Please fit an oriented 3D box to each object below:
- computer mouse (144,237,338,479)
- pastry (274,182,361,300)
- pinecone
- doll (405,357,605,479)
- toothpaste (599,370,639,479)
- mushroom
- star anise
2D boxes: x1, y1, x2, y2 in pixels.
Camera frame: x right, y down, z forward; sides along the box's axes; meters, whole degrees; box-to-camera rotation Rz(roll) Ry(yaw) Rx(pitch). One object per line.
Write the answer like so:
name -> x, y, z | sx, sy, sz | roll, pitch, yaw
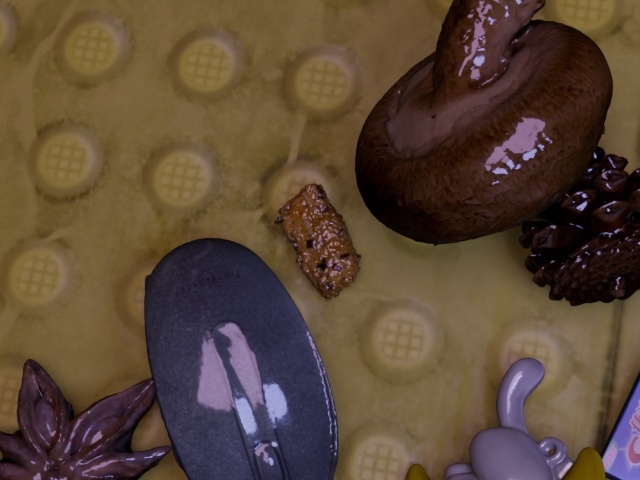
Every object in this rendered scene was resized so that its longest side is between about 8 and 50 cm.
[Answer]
computer mouse -> -0.103, 0.166, 1.581 | 0.203, 0.114, 0.373 | -20, 75, -12
pastry -> 0.000, 0.000, 1.652 | 0.080, 0.056, 0.140 | -35, 78, 9
pinecone -> 0.330, -0.021, 1.562 | 0.208, 0.208, 0.207 | -1, 77, 5
doll -> 0.221, 0.296, 1.530 | 0.237, 0.111, 0.252 | -39, 54, 11
toothpaste -> 0.416, 0.169, 1.576 | 0.066, 0.053, 0.272 | 26, 81, 11
mushroom -> 0.188, -0.131, 1.533 | 0.239, 0.345, 0.345 | 39, 83, 1
star anise -> -0.316, 0.307, 1.587 | 0.293, 0.109, 0.349 | -15, 65, 9
